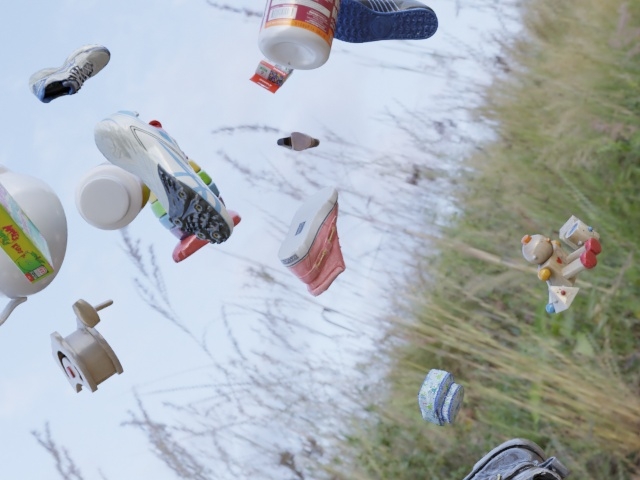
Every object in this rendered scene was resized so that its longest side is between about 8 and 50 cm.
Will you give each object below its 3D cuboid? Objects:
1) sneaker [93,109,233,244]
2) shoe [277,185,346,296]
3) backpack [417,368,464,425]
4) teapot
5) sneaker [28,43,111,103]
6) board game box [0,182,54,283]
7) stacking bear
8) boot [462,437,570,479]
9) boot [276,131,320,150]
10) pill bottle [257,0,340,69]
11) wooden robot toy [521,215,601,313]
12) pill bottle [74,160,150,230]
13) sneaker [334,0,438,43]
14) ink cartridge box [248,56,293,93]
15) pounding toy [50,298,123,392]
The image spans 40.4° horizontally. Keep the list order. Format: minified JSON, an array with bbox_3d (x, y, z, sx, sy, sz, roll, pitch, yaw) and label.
[{"bbox_3d":[-0.199,-0.091,1.169,0.086,0.237,0.085,-41,-10,-41],"label":"sneaker"},{"bbox_3d":[0.000,0.000,1.233,0.081,0.063,0.178,53,-144,-21],"label":"shoe"},{"bbox_3d":[0.269,0.345,1.926,0.105,0.084,0.114,-60,-34,-28],"label":"backpack"},{"bbox_3d":[-0.599,-0.006,1.582,0.187,0.256,0.252,3,-51,-54],"label":"teapot"},{"bbox_3d":[-0.378,-0.249,1.334,0.135,0.058,0.052,-32,-43,-3],"label":"sneaker"},{"bbox_3d":[-0.495,-0.025,1.383,0.043,0.092,0.181,-29,-48,-4],"label":"board game box"},{"bbox_3d":[-0.324,-0.123,1.928,0.175,0.289,0.164,-33,10,6],"label":"stacking bear"},{"bbox_3d":[0.147,0.301,0.868,0.263,0.091,0.229,-54,-12,5],"label":"boot"},{"bbox_3d":[-0.034,-0.214,1.890,0.087,0.118,0.042,-4,-81,-46],"label":"boot"},{"bbox_3d":[-0.026,-0.404,1.434,0.121,0.121,0.221,39,-122,-58],"label":"pill bottle"},{"bbox_3d":[0.280,0.010,1.035,0.076,0.079,0.173,-53,2,44],"label":"wooden robot toy"},{"bbox_3d":[-0.375,-0.084,1.573,0.215,0.117,0.117,-118,43,-79],"label":"pill bottle"},{"bbox_3d":[0.099,-0.409,1.604,0.090,0.232,0.081,-91,6,-66],"label":"sneaker"},{"bbox_3d":[-0.096,-0.344,1.767,0.029,0.063,0.115,-60,1,36],"label":"ink cartridge box"},{"bbox_3d":[-0.459,0.226,1.818,0.155,0.154,0.269,-34,-13,-27],"label":"pounding toy"}]
